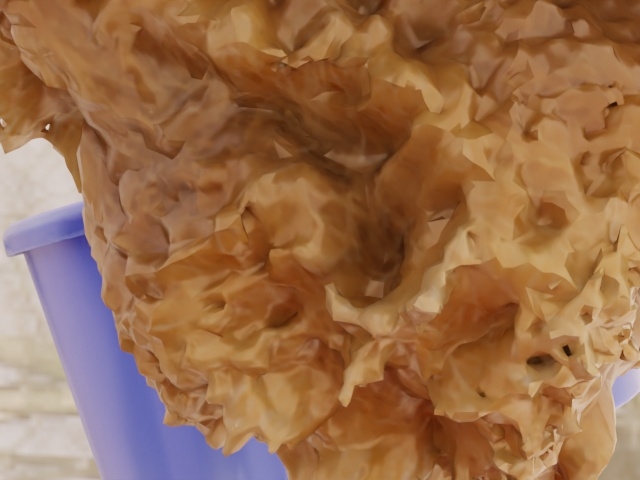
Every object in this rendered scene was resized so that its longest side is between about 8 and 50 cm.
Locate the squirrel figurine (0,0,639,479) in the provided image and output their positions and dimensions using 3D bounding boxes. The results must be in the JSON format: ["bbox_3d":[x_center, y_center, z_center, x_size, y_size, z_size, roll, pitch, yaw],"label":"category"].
[{"bbox_3d":[0.086,-0.106,0.497,0.370,0.397,0.281,49,171,-25],"label":"squirrel figurine"}]

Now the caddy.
[{"bbox_3d":[0.000,0.000,0.808,0.341,0.241,0.179,-96,-10,-89],"label":"caddy"}]
